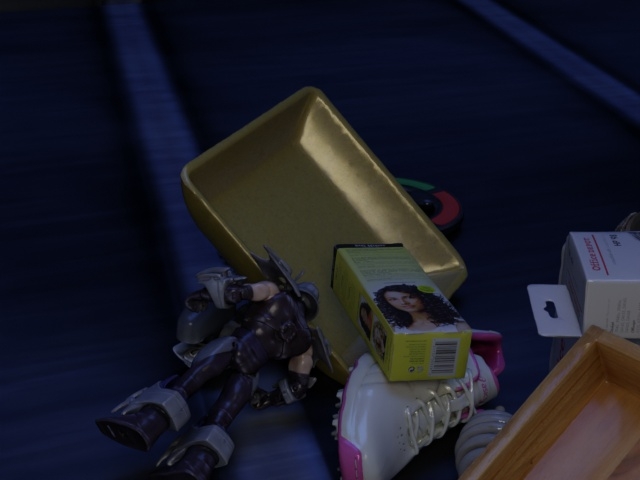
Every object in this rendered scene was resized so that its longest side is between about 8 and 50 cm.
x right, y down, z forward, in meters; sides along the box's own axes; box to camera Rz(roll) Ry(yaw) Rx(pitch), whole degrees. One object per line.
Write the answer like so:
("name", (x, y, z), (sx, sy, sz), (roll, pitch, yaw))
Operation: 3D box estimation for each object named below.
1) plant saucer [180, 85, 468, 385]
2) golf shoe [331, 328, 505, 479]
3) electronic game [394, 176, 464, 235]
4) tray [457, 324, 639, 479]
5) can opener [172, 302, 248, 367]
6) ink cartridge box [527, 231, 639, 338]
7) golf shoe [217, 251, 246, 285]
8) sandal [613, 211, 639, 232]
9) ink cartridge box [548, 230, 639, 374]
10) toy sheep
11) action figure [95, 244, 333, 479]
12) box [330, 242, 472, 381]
("plant saucer", (0.000, 0.000, 1.435), (0.332, 0.081, 0.333), (49, 38, -1))
("golf shoe", (0.107, 0.161, 1.210), (0.140, 0.115, 0.306), (-1, 23, 22))
("electronic game", (0.105, -0.050, 1.769), (0.229, 0.048, 0.229), (2, 24, -1))
("tray", (0.170, 0.261, 0.858), (0.203, 0.076, 0.411), (27, 63, 41))
("can opener", (-0.066, 0.081, 1.409), (0.076, 0.095, 0.283), (20, 30, 32))
("ink cartridge box", (0.283, 0.039, 1.045), (0.180, 0.060, 0.104), (0, 25, 2))
("golf shoe", (-0.084, 0.017, 1.586), (0.086, 0.069, 0.176), (1, 25, -19))
("sandal", (0.471, -0.001, 1.698), (0.079, 0.088, 0.240), (-19, 0, 39))
("ink cartridge box", (0.337, 0.150, 1.145), (0.131, 0.226, 0.306), (-1, 26, -6))
("toy sheep", (0.178, 0.213, 1.159), (0.091, 0.091, 0.132), (7, 29, 9))
("action figure", (-0.090, 0.125, 1.196), (0.099, 0.185, 0.285), (-15, 25, 51))
("box", (0.081, 0.070, 1.235), (0.087, 0.058, 0.232), (-1, 21, -16))
